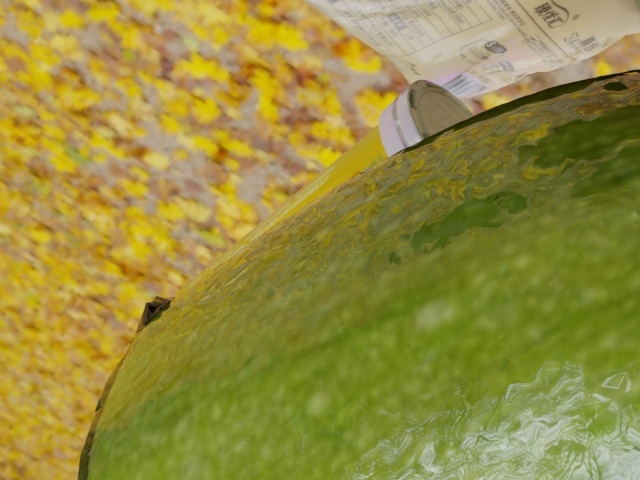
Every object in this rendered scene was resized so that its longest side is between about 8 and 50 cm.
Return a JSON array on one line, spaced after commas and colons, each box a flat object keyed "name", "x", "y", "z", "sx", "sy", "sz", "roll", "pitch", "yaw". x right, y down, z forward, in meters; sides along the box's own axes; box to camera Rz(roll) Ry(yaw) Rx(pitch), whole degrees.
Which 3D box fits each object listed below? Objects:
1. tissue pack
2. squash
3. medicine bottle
[{"name": "tissue pack", "x": 0.109, "y": -0.202, "z": 0.901, "sx": 0.215, "sy": 0.123, "sz": 0.257, "roll": -19, "pitch": 157, "yaw": 27}, {"name": "squash", "x": 0.106, "y": 0.059, "z": 0.470, "sx": 0.310, "sy": 0.310, "sz": 0.309, "roll": 33, "pitch": 129, "yaw": -13}, {"name": "medicine bottle", "x": 0.000, "y": 0.000, "z": 0.701, "sx": 0.074, "sy": 0.074, "sz": 0.218, "roll": 38, "pitch": 124, "yaw": -22}]
